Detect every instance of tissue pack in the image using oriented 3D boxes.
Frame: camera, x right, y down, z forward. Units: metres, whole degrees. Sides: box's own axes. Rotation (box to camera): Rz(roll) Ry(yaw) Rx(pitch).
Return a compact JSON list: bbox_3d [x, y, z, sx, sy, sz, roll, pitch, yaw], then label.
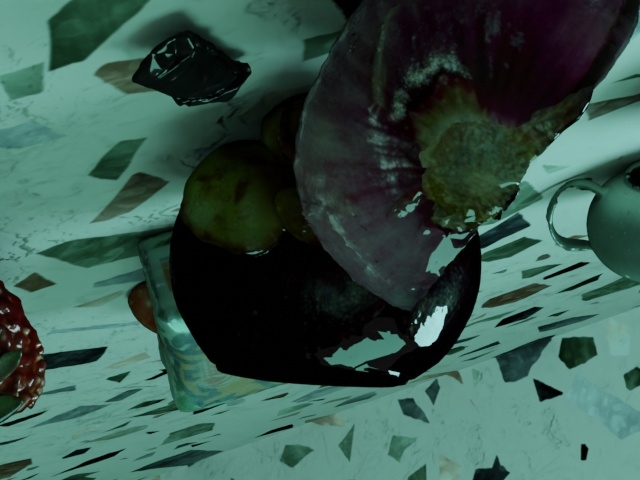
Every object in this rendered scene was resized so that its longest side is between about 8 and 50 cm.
[{"bbox_3d":[-0.026,0.057,1.440,0.310,0.128,0.228,-15,149,-9],"label":"tissue pack"}]

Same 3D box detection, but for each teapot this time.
[{"bbox_3d":[0.431,-0.030,1.680,0.294,0.129,0.193,1,-152,9],"label":"teapot"}]

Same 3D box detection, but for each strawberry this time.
[{"bbox_3d":[-0.367,0.072,1.226,0.233,0.138,0.306,5,-173,-13],"label":"strawberry"}]

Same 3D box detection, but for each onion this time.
[{"bbox_3d":[0.092,-0.117,0.947,0.267,0.159,0.349,-51,-179,22],"label":"onion"}]

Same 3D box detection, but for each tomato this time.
[{"bbox_3d":[-0.145,0.079,1.582,0.155,0.069,0.155,-18,167,-4],"label":"tomato"}]

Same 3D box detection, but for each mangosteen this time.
[{"bbox_3d":[-0.001,0.005,1.127,0.287,0.233,0.287,12,168,3],"label":"mangosteen"}]

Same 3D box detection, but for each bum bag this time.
[{"bbox_3d":[-0.090,-0.119,0.939,0.058,0.034,0.124,-30,165,11],"label":"bum bag"}]
